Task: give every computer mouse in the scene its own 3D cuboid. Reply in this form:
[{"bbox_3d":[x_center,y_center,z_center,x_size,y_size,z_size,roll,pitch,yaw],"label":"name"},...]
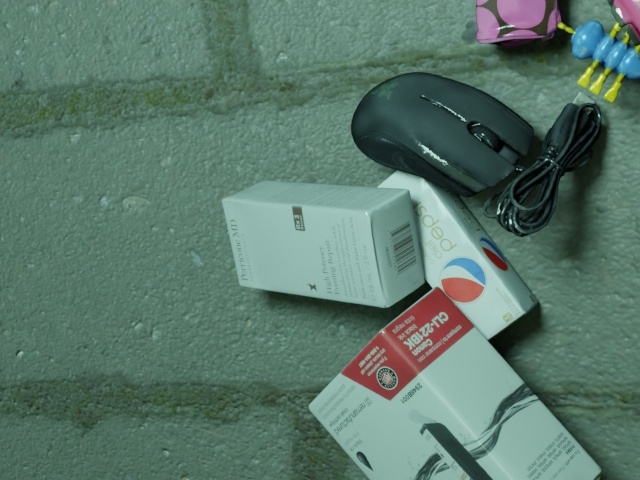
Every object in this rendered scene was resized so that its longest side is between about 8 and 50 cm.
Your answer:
[{"bbox_3d":[0.151,-0.124,1.252,0.272,0.188,0.072,21,150,28],"label":"computer mouse"}]

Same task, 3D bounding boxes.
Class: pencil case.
[{"bbox_3d":[0.215,-0.312,1.227,0.098,0.095,0.209,2,102,8],"label":"pencil case"}]

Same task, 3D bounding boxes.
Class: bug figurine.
[{"bbox_3d":[0.388,-0.247,1.168,0.216,0.072,0.279,35,106,8],"label":"bug figurine"}]

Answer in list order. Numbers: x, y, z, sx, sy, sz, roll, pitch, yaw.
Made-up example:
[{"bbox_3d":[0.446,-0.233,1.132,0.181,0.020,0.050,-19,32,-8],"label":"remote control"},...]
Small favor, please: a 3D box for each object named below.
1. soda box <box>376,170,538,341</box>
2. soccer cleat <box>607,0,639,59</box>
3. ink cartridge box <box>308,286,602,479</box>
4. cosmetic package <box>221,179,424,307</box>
[{"bbox_3d":[0.150,0.011,1.315,0.074,0.069,0.216,-40,82,24],"label":"soda box"},{"bbox_3d":[0.405,-0.158,1.083,0.143,0.116,0.331,-38,95,21],"label":"soccer cleat"},{"bbox_3d":[0.145,0.222,1.291,0.273,0.114,0.197,48,138,9],"label":"ink cartridge box"},{"bbox_3d":[0.000,0.000,1.325,0.231,0.085,0.117,4,112,41],"label":"cosmetic package"}]
